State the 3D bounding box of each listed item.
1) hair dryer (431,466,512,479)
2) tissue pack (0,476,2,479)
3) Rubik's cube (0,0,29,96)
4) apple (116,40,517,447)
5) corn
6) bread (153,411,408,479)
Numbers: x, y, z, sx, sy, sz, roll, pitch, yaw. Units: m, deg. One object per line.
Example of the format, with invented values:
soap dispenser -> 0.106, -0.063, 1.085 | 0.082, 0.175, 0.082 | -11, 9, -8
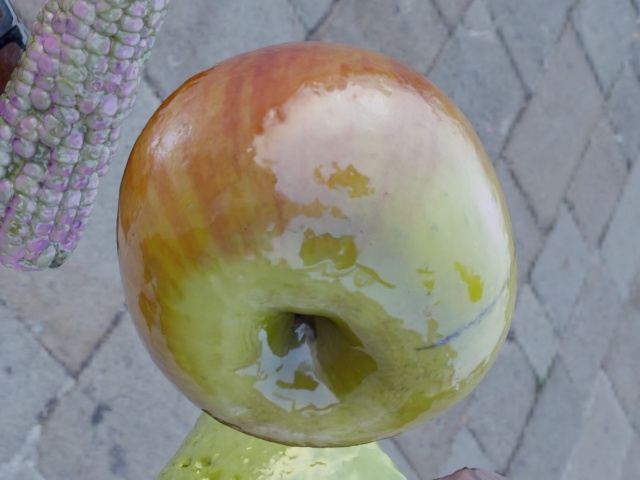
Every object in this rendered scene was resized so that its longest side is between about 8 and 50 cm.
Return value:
hair dryer -> 0.119, 0.244, 0.370 | 0.352, 0.125, 0.210 | 34, 94, -11
tissue pack -> -0.233, 0.184, 0.667 | 0.125, 0.242, 0.344 | -30, 102, -22
Rubik's cube -> -0.479, -0.203, 1.035 | 0.305, 0.301, 0.304 | -43, 148, -20
apple -> 0.000, 0.000, 0.804 | 0.286, 0.286, 0.233 | 60, 21, -31
corn -> -0.229, -0.119, 1.041 | 0.126, 0.126, 0.335 | -9, 136, -50
bread -> -0.071, 0.363, 1.319 | 0.307, 0.348, 0.348 | -35, 116, -46
